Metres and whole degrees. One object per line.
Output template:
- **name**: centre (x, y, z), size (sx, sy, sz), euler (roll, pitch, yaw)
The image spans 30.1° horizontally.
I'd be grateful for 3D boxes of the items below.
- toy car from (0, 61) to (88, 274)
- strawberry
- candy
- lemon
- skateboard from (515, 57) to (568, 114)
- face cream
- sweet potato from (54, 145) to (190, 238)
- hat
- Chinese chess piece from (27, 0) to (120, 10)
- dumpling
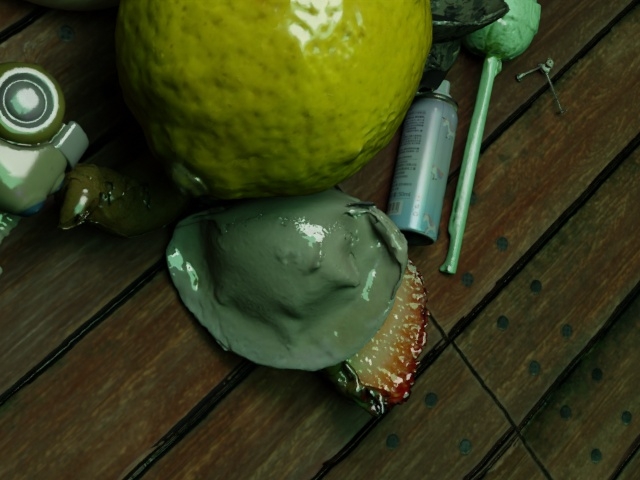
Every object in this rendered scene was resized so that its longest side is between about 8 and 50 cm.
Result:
- **toy car**: centre (-0.434, -0.118, 1.200), size (0.336, 0.242, 0.226), euler (38, 68, -21)
- **strawberry**: centre (0.068, 0.125, 1.530), size (0.167, 0.087, 0.208), euler (46, 55, 2)
- **candy**: centre (0.224, -0.168, 1.668), size (0.119, 0.119, 0.439), euler (14, 82, -27)
- **lemon**: centre (-0.056, -0.214, 1.307), size (0.350, 0.350, 0.387), euler (42, 70, -17)
- **skateboard**: centre (0.331, -0.221, 1.770), size (0.064, 0.032, 0.083), euler (-27, 94, -20)
- **face cream**: centre (0.140, -0.111, 1.615), size (0.075, 0.075, 0.229), euler (19, 74, -26)
- **sweet potato**: centre (-0.211, -0.069, 1.388), size (0.310, 0.098, 0.124), euler (-43, 133, -48)
- **hat**: centre (0.116, -0.264, 1.571), size (0.266, 0.265, 0.128), euler (-9, 120, -30)
- **Chinese chess piece**: centre (-0.290, -0.438, 1.387), size (0.338, 0.140, 0.338), euler (6, 79, -31)
- **dumpling**: centre (-0.037, 0.030, 1.442), size (0.163, 0.293, 0.204), euler (-77, 162, -58)
